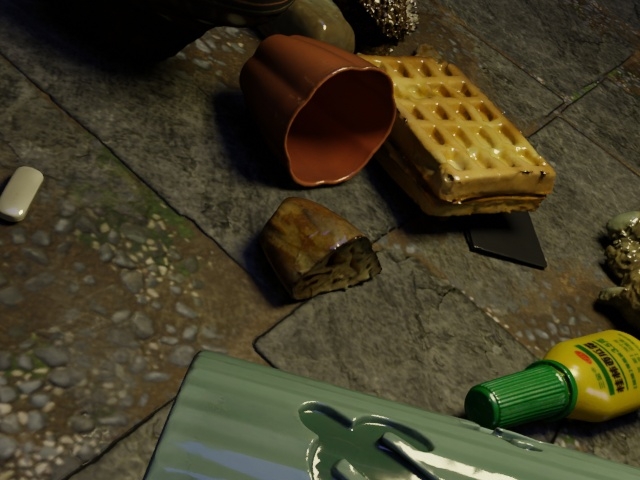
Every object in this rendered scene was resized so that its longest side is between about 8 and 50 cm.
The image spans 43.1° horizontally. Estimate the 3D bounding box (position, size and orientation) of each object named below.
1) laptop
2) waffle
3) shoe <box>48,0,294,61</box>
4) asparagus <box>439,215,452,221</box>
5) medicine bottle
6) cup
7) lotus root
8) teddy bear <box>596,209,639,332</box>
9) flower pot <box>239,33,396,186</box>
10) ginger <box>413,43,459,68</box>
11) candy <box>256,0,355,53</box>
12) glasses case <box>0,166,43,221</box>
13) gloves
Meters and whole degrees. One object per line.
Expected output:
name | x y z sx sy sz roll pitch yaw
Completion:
laptop | 0.271 -0.041 1.257 0.135 0.016 0.197 15 43 -19
waffle | 0.180 -0.162 1.231 0.224 0.098 0.327 -7 46 -29
shoe | -0.211 -0.351 1.118 0.384 0.237 0.171 20 57 7
asparagus | 0.244 -0.075 1.244 0.248 0.025 0.024 -28 110 -46
medicine bottle | 0.297 0.178 0.987 0.309 0.076 0.111 -7 50 -35
cup | 0.046 0.272 0.609 0.392 0.401 0.310 21 73 -3
lotus root | -0.003 0.000 0.984 0.135 0.095 0.159 40 34 18
teddy bear | 0.535 0.054 1.207 0.267 0.156 0.256 6 22 38
flower pot | -0.015 -0.195 1.131 0.191 0.190 0.173 -7 40 -37
ginger | 0.213 -0.325 1.507 0.057 0.044 0.137 -33 50 -1
candy | -0.041 -0.374 1.354 0.104 0.102 0.234 -18 56 -42
glasses case | -0.330 -0.052 0.889 0.032 0.021 0.083 19 40 -12
gloves | 0.085 -0.415 1.442 0.210 0.135 0.312 57 19 0
